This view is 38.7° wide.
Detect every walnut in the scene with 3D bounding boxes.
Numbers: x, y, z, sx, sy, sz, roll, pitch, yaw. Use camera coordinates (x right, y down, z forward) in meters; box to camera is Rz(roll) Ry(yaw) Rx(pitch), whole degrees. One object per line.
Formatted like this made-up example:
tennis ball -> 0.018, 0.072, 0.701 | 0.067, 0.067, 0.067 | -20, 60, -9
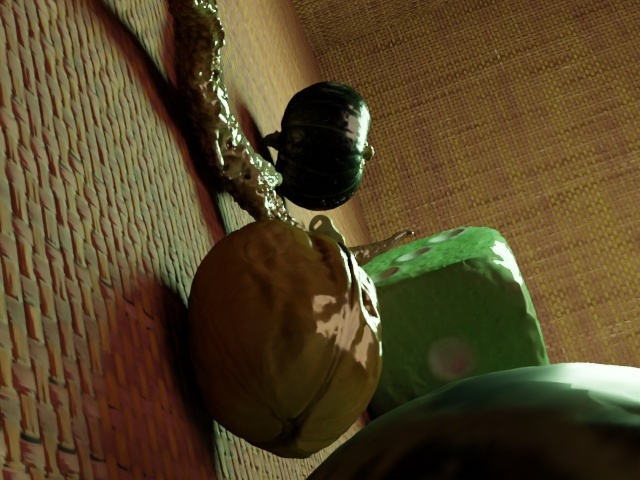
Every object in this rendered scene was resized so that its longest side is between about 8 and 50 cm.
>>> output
walnut -> -0.027, 0.061, 0.648 | 0.180, 0.144, 0.144 | -86, 158, -53

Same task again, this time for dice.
dice -> 0.221, 0.167, 1.658 | 0.330, 0.322, 0.318 | -67, 138, -79

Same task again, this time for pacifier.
pacifier -> 0.000, 0.000, 1.506 | 0.064, 0.068, 0.083 | -16, 66, -51

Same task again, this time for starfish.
starfish -> -0.063, -0.128, 0.923 | 0.398, 0.132, 0.384 | 54, 10, -25

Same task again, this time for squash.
squash -> 0.002, -0.138, 1.348 | 0.193, 0.156, 0.193 | -27, 120, -61

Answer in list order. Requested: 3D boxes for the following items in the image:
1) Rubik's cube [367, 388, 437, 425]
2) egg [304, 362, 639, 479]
Rubik's cube -> 0.203, 0.370, 1.410 | 0.265, 0.224, 0.213 | 65, -6, -19
egg -> 0.117, 0.240, 0.426 | 0.428, 0.345, 0.345 | 94, -18, -63
